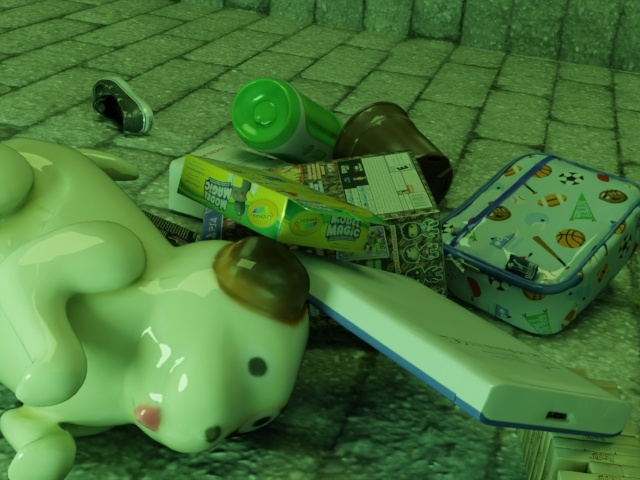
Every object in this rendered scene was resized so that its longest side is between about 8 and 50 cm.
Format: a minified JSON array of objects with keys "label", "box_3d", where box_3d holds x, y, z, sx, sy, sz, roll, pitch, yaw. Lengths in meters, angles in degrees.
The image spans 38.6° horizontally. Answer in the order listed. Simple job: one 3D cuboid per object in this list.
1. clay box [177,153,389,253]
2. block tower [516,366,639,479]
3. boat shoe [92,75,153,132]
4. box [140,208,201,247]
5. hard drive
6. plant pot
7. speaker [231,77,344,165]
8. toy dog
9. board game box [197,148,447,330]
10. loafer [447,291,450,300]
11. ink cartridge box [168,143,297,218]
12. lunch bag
[{"label":"clay box","box_3d":[-0.044,-0.037,1.001,0.127,0.053,0.222,8,12,-43]},{"label":"block tower","box_3d":[0.252,0.240,0.848,0.090,0.097,0.335,6,25,2]},{"label":"boat shoe","box_3d":[-0.426,-0.277,1.876,0.076,0.080,0.228,-10,36,-36]},{"label":"box","box_3d":[-0.225,-0.005,1.279,0.162,0.029,0.116,22,10,-7]},{"label":"hard drive","box_3d":[0.121,0.097,0.913,0.210,0.040,0.318,14,11,-39]},{"label":"plant pot","box_3d":[0.135,-0.134,1.597,0.167,0.167,0.165,-9,35,-31]},{"label":"speaker","box_3d":[-0.047,-0.195,1.597,0.131,0.131,0.296,16,1,20]},{"label":"toy dog","box_3d":[-0.213,0.073,0.921,0.407,0.285,0.395,22,27,11]},{"label":"board game box","box_3d":[0.000,0.000,1.194,0.290,0.141,0.232,-8,24,0]},{"label":"loafer","box_3d":[0.143,0.070,1.253,0.062,0.061,0.170,-21,25,8]},{"label":"ink cartridge box","box_3d":[-0.124,-0.082,1.489,0.203,0.086,0.148,17,25,24]},{"label":"lunch bag","box_3d":[0.306,-0.006,1.319,0.243,0.115,0.303,28,49,35]}]
